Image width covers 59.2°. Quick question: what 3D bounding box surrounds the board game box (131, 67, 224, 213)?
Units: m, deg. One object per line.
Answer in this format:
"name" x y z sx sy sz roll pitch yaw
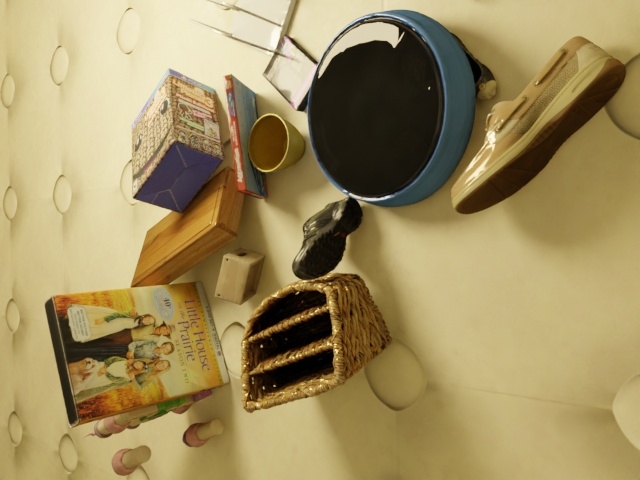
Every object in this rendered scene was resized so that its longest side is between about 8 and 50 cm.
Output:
"board game box" -0.389 -0.264 1.506 0.232 0.141 0.290 -44 45 32

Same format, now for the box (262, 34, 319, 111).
"box" -0.065 -0.402 1.356 0.162 0.029 0.116 50 120 27

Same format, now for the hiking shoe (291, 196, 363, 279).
"hiking shoe" 0.000 0.000 1.219 0.114 0.226 0.086 -6 129 50

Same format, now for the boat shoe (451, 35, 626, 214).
"boat shoe" 0.343 -0.186 0.960 0.341 0.122 0.110 -46 58 20

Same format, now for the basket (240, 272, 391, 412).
"basket" -0.045 0.201 1.195 0.299 0.223 0.213 -26 89 39

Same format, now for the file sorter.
"file sorter" -0.179 -0.618 1.356 0.193 0.173 0.277 34 112 36

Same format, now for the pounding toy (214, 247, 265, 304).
"pounding toy" -0.213 0.090 1.432 0.100 0.141 0.130 17 103 10

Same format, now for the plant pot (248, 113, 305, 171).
"plant pot" -0.091 -0.225 1.336 0.134 0.095 0.134 0 90 41

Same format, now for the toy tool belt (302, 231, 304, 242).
"toy tool belt" -0.013 0.011 1.303 0.051 0.052 0.083 -11 84 49

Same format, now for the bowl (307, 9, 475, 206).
"bowl" 0.120 -0.259 1.134 0.391 0.077 0.390 10 104 45

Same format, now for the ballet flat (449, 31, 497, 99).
"ballet flat" 0.267 -0.326 1.058 0.057 0.049 0.173 -47 62 29

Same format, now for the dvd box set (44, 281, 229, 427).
"dvd box set" -0.452 0.269 1.439 0.062 0.421 0.307 -32 70 39

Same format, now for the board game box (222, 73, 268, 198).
"board game box" -0.182 -0.249 1.384 0.027 0.145 0.280 -10 84 17

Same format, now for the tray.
"tray" -0.364 -0.018 1.529 0.411 0.076 0.202 -31 41 37

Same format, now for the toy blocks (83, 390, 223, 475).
"toy blocks" -0.473 0.454 1.555 0.260 0.289 0.308 -35 70 41
